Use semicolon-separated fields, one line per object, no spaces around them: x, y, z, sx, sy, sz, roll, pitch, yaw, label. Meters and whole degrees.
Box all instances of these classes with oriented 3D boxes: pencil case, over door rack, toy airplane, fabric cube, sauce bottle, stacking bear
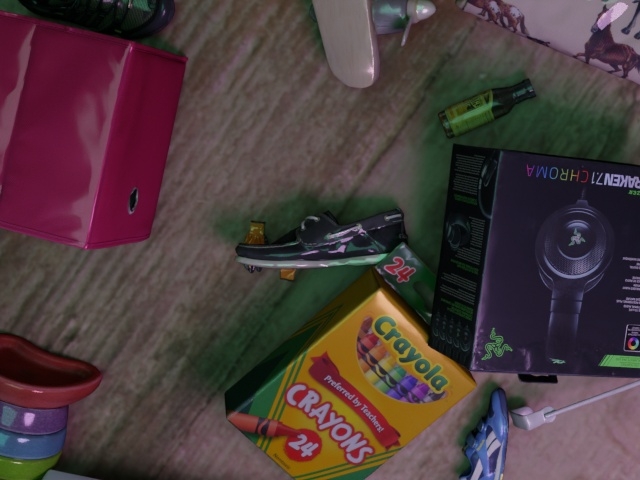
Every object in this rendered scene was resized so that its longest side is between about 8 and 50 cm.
0.382;-0.294;1.455;0.410;0.160;0.183;25;113;6;pencil case
0.437;0.289;1.517;0.324;0.108;0.239;-19;91;7;over door rack
0.028;-0.437;1.475;0.384;0.272;0.386;49;137;12;toy airplane
-0.344;-0.148;1.538;0.259;0.254;0.258;15;95;8;fabric cube
0.218;-0.175;1.553;0.128;0.042;0.042;-24;91;8;sauce bottle
-0.440;0.301;1.647;0.175;0.164;0.289;20;102;7;stacking bear

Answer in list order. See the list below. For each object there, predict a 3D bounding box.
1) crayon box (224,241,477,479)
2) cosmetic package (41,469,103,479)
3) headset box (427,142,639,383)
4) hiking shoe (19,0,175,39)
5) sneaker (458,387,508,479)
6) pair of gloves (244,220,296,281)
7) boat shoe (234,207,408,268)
0.056;0.179;1.557;0.318;0.081;0.202;-42;109;10;crayon box
-0.207;0.482;1.608;0.377;0.097;0.284;10;119;8;cosmetic package
0.280;0.035;1.469;0.246;0.131;0.283;6;97;-19;headset box
-0.311;-0.319;1.586;0.227;0.114;0.086;8;97;8;hiking shoe
0.220;0.266;1.585;0.059;0.053;0.144;8;95;10;sneaker
-0.065;0.014;1.629;0.083;0.010;0.074;12;97;7;pair of gloves
0.000;0.000;1.581;0.233;0.084;0.079;-5;90;1;boat shoe
